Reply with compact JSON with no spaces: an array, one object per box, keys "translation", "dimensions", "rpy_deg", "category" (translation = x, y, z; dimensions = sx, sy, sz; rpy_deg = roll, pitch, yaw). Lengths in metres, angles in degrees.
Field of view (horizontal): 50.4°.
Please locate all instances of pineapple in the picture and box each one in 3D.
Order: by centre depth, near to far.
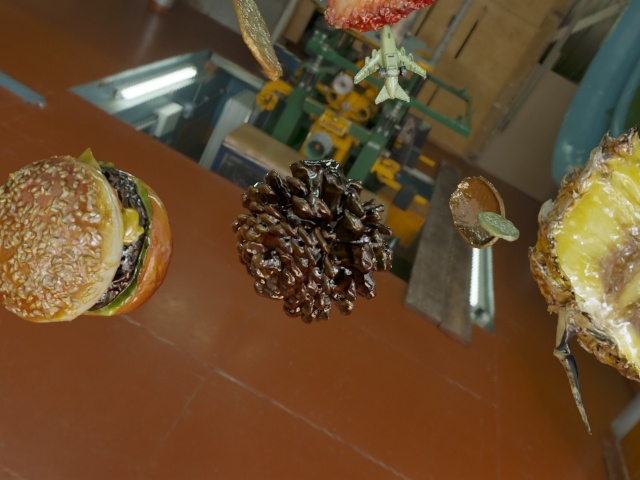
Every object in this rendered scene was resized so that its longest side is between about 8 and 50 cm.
[{"translation":[0.319,0.042,0.850],"dimensions":[0.158,0.334,0.161],"rpy_deg":[-13,3,-19],"category":"pineapple"}]

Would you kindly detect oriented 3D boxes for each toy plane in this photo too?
[{"translation":[0.098,-0.248,0.957],"dimensions":[0.103,0.111,0.040],"rpy_deg":[-6,10,-8],"category":"toy plane"}]

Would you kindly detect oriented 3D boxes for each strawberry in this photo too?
[{"translation":[0.139,-0.453,1.069],"dimensions":[0.138,0.306,0.233],"rpy_deg":[7,61,-48],"category":"strawberry"}]

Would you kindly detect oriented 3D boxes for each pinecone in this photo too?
[{"translation":[0.000,0.000,1.618],"dimensions":[0.398,0.397,0.397],"rpy_deg":[24,26,-12],"category":"pinecone"}]

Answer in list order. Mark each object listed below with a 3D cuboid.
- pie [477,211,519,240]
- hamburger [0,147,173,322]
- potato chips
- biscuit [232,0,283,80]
[{"translation":[0.331,-0.026,1.259],"dimensions":[0.085,0.017,0.085],"rpy_deg":[15,32,-10],"category":"pie"},{"translation":[-0.398,-0.002,1.103],"dimensions":[0.291,0.291,0.225],"rpy_deg":[42,13,25],"category":"hamburger"},{"translation":[0.409,-0.074,1.755],"dimensions":[0.049,0.150,0.201],"rpy_deg":[16,35,-46],"category":"potato chips"},{"translation":[-0.116,-0.363,1.161],"dimensions":[0.118,0.029,0.247],"rpy_deg":[47,18,-44],"category":"biscuit"}]
